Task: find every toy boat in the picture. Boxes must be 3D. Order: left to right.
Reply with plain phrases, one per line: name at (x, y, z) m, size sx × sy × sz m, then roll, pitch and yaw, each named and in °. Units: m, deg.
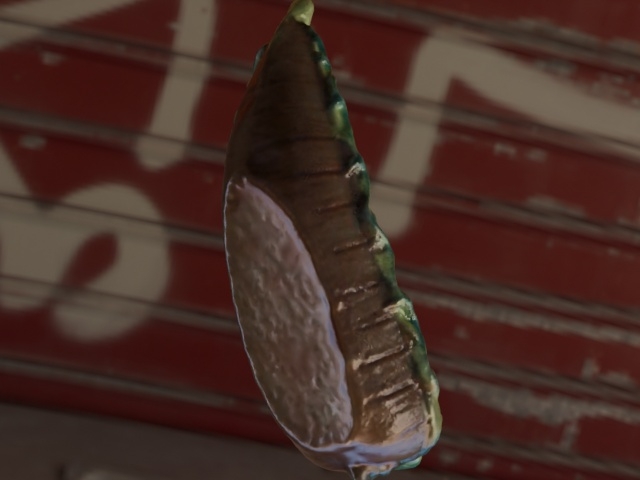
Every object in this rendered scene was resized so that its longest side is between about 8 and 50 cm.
toy boat at (-0.007, -0.002, 0.994) m, size 0.108 × 0.293 × 0.099 m, roll -16°, pitch 174°, yaw 35°
